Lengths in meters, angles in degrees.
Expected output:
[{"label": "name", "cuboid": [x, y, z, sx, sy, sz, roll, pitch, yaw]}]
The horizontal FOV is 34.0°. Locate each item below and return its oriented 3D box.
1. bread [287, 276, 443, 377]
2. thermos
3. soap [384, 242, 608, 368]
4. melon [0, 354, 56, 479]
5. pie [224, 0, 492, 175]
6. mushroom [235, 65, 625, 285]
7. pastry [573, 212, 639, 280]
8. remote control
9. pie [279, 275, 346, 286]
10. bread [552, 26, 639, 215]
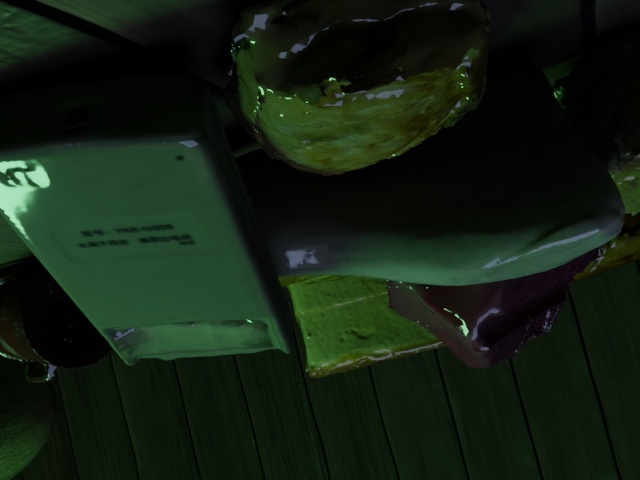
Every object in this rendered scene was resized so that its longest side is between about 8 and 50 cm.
[{"label": "bread", "cuboid": [0.083, 0.105, 1.768, 0.279, 0.207, 0.279, -13, 175, 2]}, {"label": "thermos", "cuboid": [-0.279, 0.080, 1.036, 0.098, 0.124, 0.232, -7, 179, -32]}, {"label": "soap", "cuboid": [0.174, 0.010, 1.002, 0.127, 0.220, 0.325, 32, -162, 21]}, {"label": "melon", "cuboid": [-0.513, 0.241, 1.429, 0.301, 0.238, 0.237, -14, 175, -40]}, {"label": "pie", "cuboid": [0.018, -0.072, 0.537, 0.128, 0.068, 0.282, -14, 179, 1]}, {"label": "mushroom", "cuboid": [0.022, -0.023, 0.700, 0.328, 0.122, 0.159, -13, -165, 9]}, {"label": "pastry", "cuboid": [0.357, -0.016, 1.538, 0.355, 0.164, 0.356, -18, 171, -3]}, {"label": "remote control", "cuboid": [-0.091, 0.006, 0.591, 0.123, 0.038, 0.285, -6, 152, 7]}, {"label": "pie", "cuboid": [0.000, 0.000, 1.175, 0.296, 0.078, 0.371, -14, 173, -12]}, {"label": "bread", "cuboid": [0.264, -0.081, 0.732, 0.196, 0.102, 0.138, -2, 164, -11]}]
